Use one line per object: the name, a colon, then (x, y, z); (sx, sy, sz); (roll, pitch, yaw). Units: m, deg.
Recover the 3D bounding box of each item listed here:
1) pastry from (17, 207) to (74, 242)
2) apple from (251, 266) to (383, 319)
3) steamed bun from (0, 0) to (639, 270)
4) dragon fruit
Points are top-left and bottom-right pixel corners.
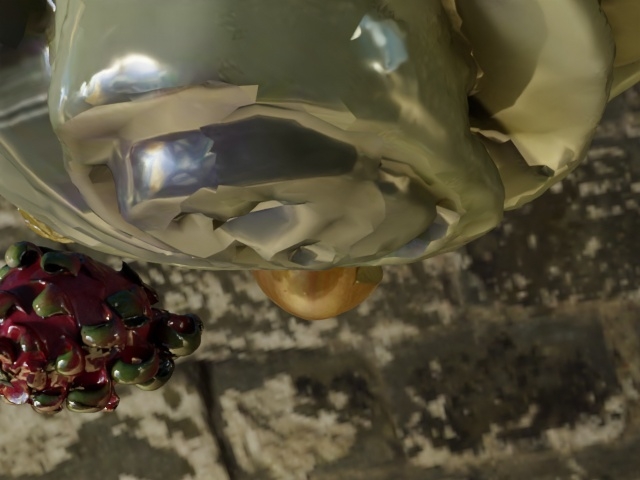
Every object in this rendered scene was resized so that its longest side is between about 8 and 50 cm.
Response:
pastry: (-0.171, -0.047, 0.869); (0.109, 0.057, 0.097); (13, 56, 33)
apple: (0.000, 0.000, 1.483); (0.199, 0.199, 0.199); (-12, 25, 6)
steamed bun: (-0.010, -0.103, 0.471); (0.347, 0.394, 0.237); (23, 51, -9)
dragon fruit: (-0.262, 0.111, 1.377); (0.218, 0.273, 0.198); (-32, 36, 54)
